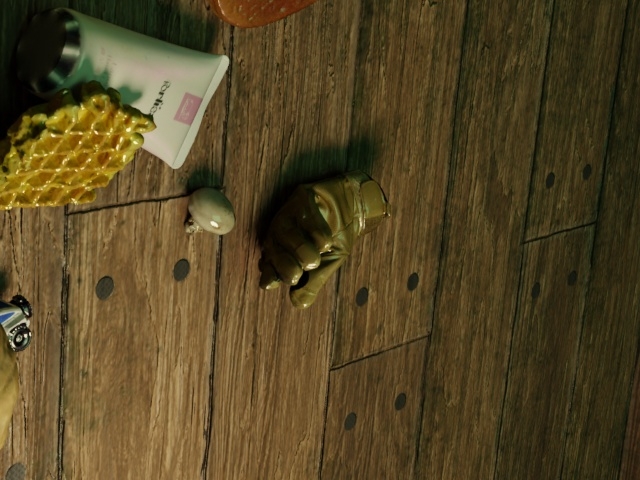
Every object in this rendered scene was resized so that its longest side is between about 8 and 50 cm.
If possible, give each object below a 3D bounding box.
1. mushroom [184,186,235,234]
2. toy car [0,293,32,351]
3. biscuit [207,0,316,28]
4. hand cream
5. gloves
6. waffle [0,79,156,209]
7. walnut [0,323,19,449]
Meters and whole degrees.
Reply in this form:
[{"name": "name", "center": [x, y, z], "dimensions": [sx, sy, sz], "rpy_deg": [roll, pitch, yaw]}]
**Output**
[{"name": "mushroom", "center": [-0.176, -0.037, 2.060], "dimensions": [0.079, 0.085, 0.085], "rpy_deg": [-43, 146, 20]}, {"name": "toy car", "center": [-0.456, 0.131, 1.770], "dimensions": [0.170, 0.080, 0.070], "rpy_deg": [-40, 131, -34]}, {"name": "biscuit", "center": [-0.074, -0.460, 1.983], "dimensions": [0.262, 0.052, 0.277], "rpy_deg": [-34, 134, -17]}, {"name": "hand cream", "center": [-0.264, -0.216, 1.852], "dimensions": [0.358, 0.118, 0.186], "rpy_deg": [17, 98, -57]}, {"name": "gloves", "center": [-0.012, -0.009, 2.207], "dimensions": [0.331, 0.141, 0.154], "rpy_deg": [-38, 157, -48]}, {"name": "waffle", "center": [-0.318, -0.129, 1.758], "dimensions": [0.229, 0.057, 0.219], "rpy_deg": [-9, 151, -49]}, {"name": "walnut", "center": [-0.500, 0.168, 1.549], "dimensions": [0.252, 0.313, 0.277], "rpy_deg": [20, 96, -41]}]
